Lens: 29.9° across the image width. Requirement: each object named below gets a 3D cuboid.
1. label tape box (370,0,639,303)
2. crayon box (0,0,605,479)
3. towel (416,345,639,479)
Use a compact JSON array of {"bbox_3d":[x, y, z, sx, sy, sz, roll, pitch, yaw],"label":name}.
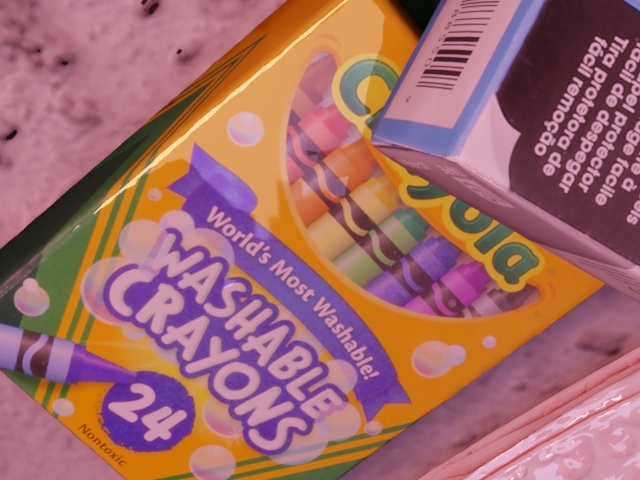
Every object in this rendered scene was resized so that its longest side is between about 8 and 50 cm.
[{"bbox_3d":[0.234,-0.067,0.541,0.347,0.115,0.249,28,89,-16],"label":"label tape box"},{"bbox_3d":[0.000,0.000,0.623,0.323,0.083,0.203,-39,111,13],"label":"crayon box"},{"bbox_3d":[0.256,0.209,0.727,0.317,0.053,0.332,-34,105,15],"label":"towel"}]
